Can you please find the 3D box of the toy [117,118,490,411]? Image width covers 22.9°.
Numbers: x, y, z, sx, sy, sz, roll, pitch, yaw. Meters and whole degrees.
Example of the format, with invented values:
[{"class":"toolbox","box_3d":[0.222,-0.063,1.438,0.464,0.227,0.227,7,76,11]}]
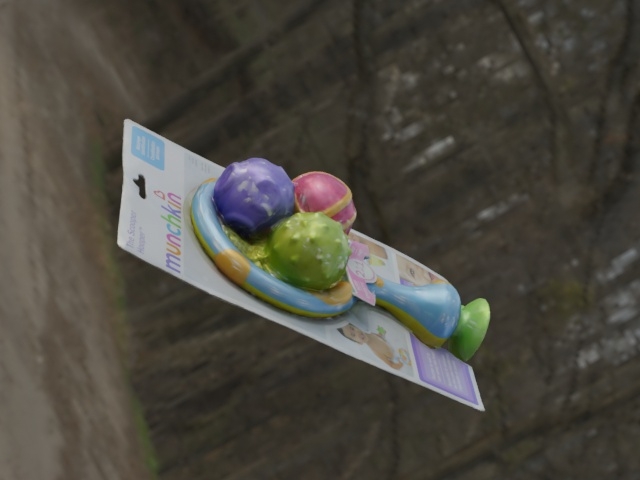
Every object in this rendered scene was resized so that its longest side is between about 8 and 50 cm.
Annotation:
[{"class":"toy","box_3d":[0.000,0.000,0.912,0.237,0.056,0.137,29,26,-22]}]
